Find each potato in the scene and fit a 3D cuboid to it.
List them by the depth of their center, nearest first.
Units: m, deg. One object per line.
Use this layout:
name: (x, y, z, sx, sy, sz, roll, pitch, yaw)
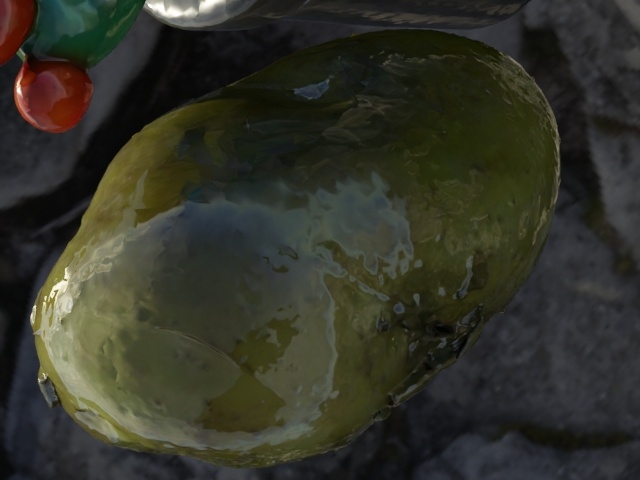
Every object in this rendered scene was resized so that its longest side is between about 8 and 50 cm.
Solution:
potato: (0.000, 0.000, 0.659, 0.169, 0.248, 0.143, 28, 140, 32)

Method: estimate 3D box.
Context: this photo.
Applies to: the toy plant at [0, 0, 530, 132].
toy plant: (-0.063, -0.203, 0.742, 0.185, 0.400, 0.280, 35, 115, 48)
